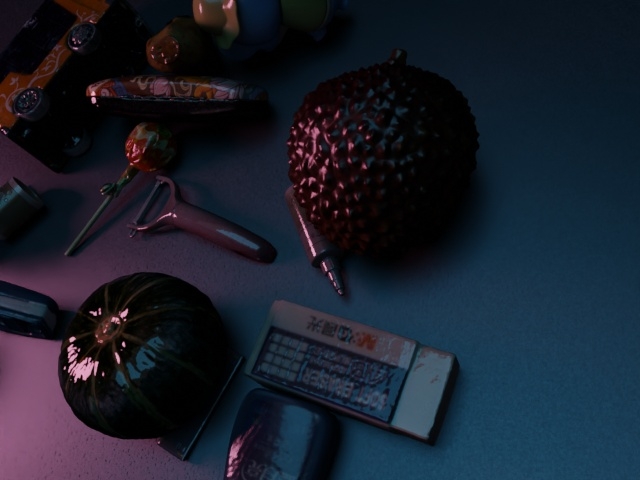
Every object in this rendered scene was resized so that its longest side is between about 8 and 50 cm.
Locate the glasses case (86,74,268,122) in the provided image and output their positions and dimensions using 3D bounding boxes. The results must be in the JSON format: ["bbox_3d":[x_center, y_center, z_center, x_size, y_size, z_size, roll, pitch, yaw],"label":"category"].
[{"bbox_3d":[-0.249,-0.246,1.277,0.321,0.122,0.082,3,102,12],"label":"glasses case"}]

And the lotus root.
[{"bbox_3d":[-0.251,-0.342,1.303,0.110,0.097,0.258,-30,20,11],"label":"lotus root"}]

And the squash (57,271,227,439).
[{"bbox_3d":[-0.265,0.167,1.083,0.252,0.165,0.252,-15,52,20],"label":"squash"}]

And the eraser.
[{"bbox_3d":[0.043,0.183,1.031,0.279,0.081,0.124,15,71,22],"label":"eraser"}]

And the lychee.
[{"bbox_3d":[0.089,-0.126,1.060,0.276,0.276,0.304,10,86,20],"label":"lychee"}]

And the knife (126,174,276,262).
[{"bbox_3d":[-0.201,-0.020,1.215,0.278,0.053,0.123,22,80,25],"label":"knife"}]

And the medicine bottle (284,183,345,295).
[{"bbox_3d":[0.000,0.000,1.139,0.058,0.057,0.199,-24,62,5],"label":"medicine bottle"}]

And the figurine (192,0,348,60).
[{"bbox_3d":[-0.093,-0.398,1.277,0.262,0.180,0.153,6,67,-27],"label":"figurine"}]

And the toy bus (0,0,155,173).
[{"bbox_3d":[-0.479,-0.314,1.368,0.194,0.162,0.323,30,80,29],"label":"toy bus"}]

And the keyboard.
[{"bbox_3d":[-0.180,0.242,1.110,0.055,0.014,0.176,23,75,25],"label":"keyboard"}]

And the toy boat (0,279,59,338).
[{"bbox_3d":[-0.584,0.095,1.228,0.299,0.096,0.061,14,63,5],"label":"toy boat"}]

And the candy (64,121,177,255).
[{"bbox_3d":[-0.360,-0.089,1.291,0.287,0.078,0.084,-51,40,1],"label":"candy"}]

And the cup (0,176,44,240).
[{"bbox_3d":[-0.572,-0.064,1.329,0.099,0.074,0.102,-45,62,-6],"label":"cup"}]

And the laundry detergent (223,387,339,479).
[{"bbox_3d":[-0.078,0.354,0.983,0.143,0.094,0.289,12,70,17],"label":"laundry detergent"}]
